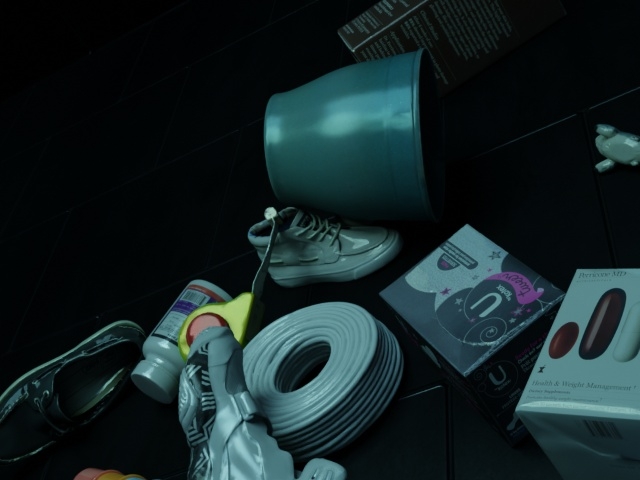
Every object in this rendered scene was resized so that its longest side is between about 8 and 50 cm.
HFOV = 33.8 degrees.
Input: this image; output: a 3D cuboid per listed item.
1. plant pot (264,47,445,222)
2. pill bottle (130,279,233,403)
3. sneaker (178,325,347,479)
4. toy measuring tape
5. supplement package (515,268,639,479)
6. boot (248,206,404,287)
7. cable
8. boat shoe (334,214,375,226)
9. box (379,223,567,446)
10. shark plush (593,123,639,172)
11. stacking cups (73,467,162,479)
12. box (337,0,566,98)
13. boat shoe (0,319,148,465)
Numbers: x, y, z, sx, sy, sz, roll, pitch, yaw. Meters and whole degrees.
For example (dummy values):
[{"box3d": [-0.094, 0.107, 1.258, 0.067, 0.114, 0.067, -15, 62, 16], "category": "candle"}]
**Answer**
[{"box3d": [0.053, -0.157, 1.674, 0.255, 0.272, 0.272, -3, 40, 14], "category": "plant pot"}, {"box3d": [-0.224, 0.168, 1.734, 0.108, 0.108, 0.193, 1, 46, 46], "category": "pill bottle"}, {"box3d": [-0.067, 0.274, 1.327, 0.210, 0.137, 0.366, -4, 57, 4], "category": "sneaker"}, {"box3d": [-0.149, 0.099, 1.660, 0.121, 0.121, 0.330, -4, 65, 42], "category": "toy measuring tape"}, {"box3d": [0.354, 0.151, 1.136, 0.194, 0.149, 0.203, -3, 44, 43], "category": "supplement package"}, {"box3d": [0.000, 0.000, 1.725, 0.258, 0.123, 0.095, -15, 36, 31], "category": "boot"}, {"box3d": [-0.011, 0.194, 1.503, 0.257, 0.089, 0.257, -36, 30, 0], "category": "cable"}, {"box3d": [0.061, -0.122, 1.867, 0.091, 0.109, 0.305, 116, 162, -47], "category": "boat shoe"}, {"box3d": [0.214, 0.110, 1.341, 0.163, 0.142, 0.247, -39, 31, -4], "category": "box"}, {"box3d": [0.465, -0.143, 1.530, 0.067, 0.073, 0.161, -20, 12, -37], "category": "shark plush"}, {"box3d": [-0.254, 0.370, 1.498, 0.316, 0.096, 0.096, 3, 48, 47], "category": "stacking cups"}, {"box3d": [0.244, -0.411, 1.984, 0.381, 0.191, 0.143, -32, 31, 6], "category": "box"}, {"box3d": [-0.428, 0.267, 1.787, 0.340, 0.127, 0.113, -34, 17, -14], "category": "boat shoe"}]
